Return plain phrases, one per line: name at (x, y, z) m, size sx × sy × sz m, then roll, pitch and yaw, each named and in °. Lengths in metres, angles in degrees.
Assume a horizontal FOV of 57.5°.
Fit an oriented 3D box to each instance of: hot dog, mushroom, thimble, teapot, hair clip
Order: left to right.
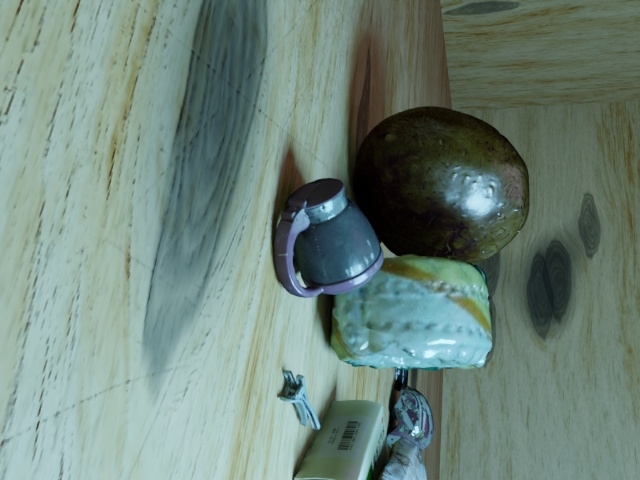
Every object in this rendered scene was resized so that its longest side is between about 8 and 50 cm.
hair clip at (-0.029, 0.221, 0.772) m, size 0.039 × 0.030 × 0.115 m, roll -53°, pitch 142°, yaw -33°
teapot at (-0.002, -0.004, 0.768) m, size 0.116 × 0.148 × 0.146 m, roll 44°, pitch -22°, yaw 62°
hot dog at (0.126, 0.382, 0.908) m, size 0.191 × 0.059 × 0.108 m, roll -13°, pitch 88°, yaw -70°
thimble at (0.141, 0.122, 0.956) m, size 0.288 × 0.254 × 0.167 m, roll 19°, pitch 66°, yaw -44°
mushroom at (0.226, -0.084, 1.102) m, size 0.345 × 0.345 × 0.239 m, roll 51°, pitch 43°, yaw -64°

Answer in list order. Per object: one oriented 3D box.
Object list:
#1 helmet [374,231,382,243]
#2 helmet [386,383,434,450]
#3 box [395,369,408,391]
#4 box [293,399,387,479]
helmet at (0.087, 0.011, 1.099) m, size 0.111 × 0.057 × 0.089 m, roll 26°, pitch 67°, yaw -72°
helmet at (0.245, 0.473, 1.519) m, size 0.153 × 0.107 × 0.177 m, roll 48°, pitch 54°, yaw -62°
box at (0.234, 0.356, 1.646) m, size 0.125 × 0.027 × 0.126 m, roll 20°, pitch 71°, yaw -73°
box at (0.039, 0.368, 0.886) m, size 0.212 × 0.095 × 0.168 m, roll -44°, pitch 130°, yaw -68°
